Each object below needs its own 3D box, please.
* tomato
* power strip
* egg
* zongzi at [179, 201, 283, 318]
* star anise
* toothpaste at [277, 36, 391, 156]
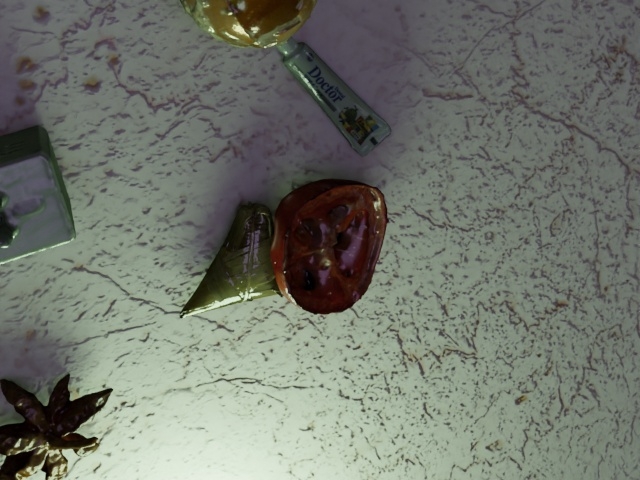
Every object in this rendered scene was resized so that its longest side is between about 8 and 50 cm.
[{"bbox_3d":[-0.001,-0.003,1.596,0.228,0.101,0.227,-21,122,-39],"label":"tomato"},{"bbox_3d":[-0.421,-0.055,1.393,0.140,0.224,0.139,-17,113,-11],"label":"power strip"},{"bbox_3d":[-0.110,-0.370,1.397,0.195,0.195,0.233,-46,118,2],"label":"egg"},{"bbox_3d":[-0.150,0.029,1.596,0.176,0.078,0.160,-12,108,-9],"label":"zongzi"},{"bbox_3d":[-0.435,0.304,1.595,0.196,0.111,0.212,30,105,-18],"label":"star anise"},{"bbox_3d":[0.015,-0.231,1.573,0.067,0.037,0.255,-44,119,2],"label":"toothpaste"}]
